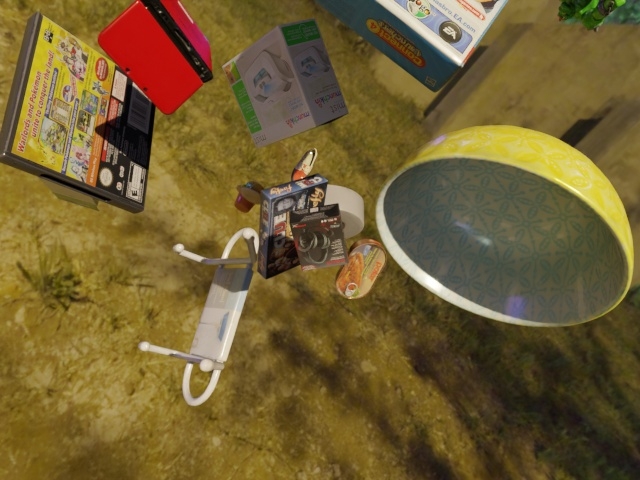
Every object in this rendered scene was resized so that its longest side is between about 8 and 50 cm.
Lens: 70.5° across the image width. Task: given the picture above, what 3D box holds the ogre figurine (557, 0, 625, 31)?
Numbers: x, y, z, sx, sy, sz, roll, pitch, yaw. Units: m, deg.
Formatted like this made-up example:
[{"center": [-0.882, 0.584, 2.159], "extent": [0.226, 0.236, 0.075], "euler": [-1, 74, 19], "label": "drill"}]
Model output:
[{"center": [0.572, -0.534, 0.977], "extent": [0.197, 0.097, 0.118], "euler": [48, -5, 27], "label": "ogre figurine"}]

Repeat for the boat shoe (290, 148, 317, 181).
[{"center": [-0.049, -0.227, 1.398], "extent": [0.049, 0.043, 0.137], "euler": [33, 63, -7], "label": "boat shoe"}]

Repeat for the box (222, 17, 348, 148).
[{"center": [-0.089, -0.375, 1.122], "extent": [0.127, 0.262, 0.231], "euler": [-32, 108, -36], "label": "box"}]

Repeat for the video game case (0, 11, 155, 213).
[{"center": [-0.412, -0.215, 0.808], "extent": [0.248, 0.035, 0.275], "euler": [29, 54, -54], "label": "video game case"}]

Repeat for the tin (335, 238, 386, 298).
[{"center": [0.110, 0.079, 1.249], "extent": [0.106, 0.190, 0.040], "euler": [20, 27, -12], "label": "tin"}]

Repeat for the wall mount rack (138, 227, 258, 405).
[{"center": [-0.194, 0.113, 0.801], "extent": [0.130, 0.304, 0.350], "euler": [28, 68, -37], "label": "wall mount rack"}]

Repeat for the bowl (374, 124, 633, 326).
[{"center": [0.229, -0.040, 0.565], "extent": [0.289, 0.289, 0.156], "euler": [38, 61, -8], "label": "bowl"}]

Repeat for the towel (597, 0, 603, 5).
[{"center": [0.702, -0.605, 1.148], "extent": [0.060, 0.083, 0.009], "euler": [14, 17, -26], "label": "towel"}]

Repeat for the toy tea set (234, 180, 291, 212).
[{"center": [-0.154, -0.151, 1.565], "extent": [0.336, 0.124, 0.200], "euler": [19, -26, 17], "label": "toy tea set"}]

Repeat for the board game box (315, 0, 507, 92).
[{"center": [0.147, -0.437, 0.678], "extent": [0.308, 0.302, 0.086], "euler": [37, -14, -3], "label": "board game box"}]

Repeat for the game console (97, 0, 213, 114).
[{"center": [-0.224, -0.276, 0.633], "extent": [0.144, 0.085, 0.124], "euler": [53, 21, -55], "label": "game console"}]

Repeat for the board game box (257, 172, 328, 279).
[{"center": [-0.071, -0.031, 1.104], "extent": [0.165, 0.243, 0.042], "euler": [-22, 48, -33], "label": "board game box"}]

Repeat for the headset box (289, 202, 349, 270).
[{"center": [0.000, 0.000, 0.566], "extent": [0.032, 0.062, 0.083], "euler": [-91, 171, -56], "label": "headset box"}]

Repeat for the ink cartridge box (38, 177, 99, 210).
[{"center": [-0.604, -0.137, 1.118], "extent": [0.109, 0.062, 0.209], "euler": [17, -14, -16], "label": "ink cartridge box"}]

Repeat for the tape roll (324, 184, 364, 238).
[{"center": [0.011, -0.072, 1.259], "extent": [0.219, 0.219, 0.072], "euler": [23, 59, -41], "label": "tape roll"}]
